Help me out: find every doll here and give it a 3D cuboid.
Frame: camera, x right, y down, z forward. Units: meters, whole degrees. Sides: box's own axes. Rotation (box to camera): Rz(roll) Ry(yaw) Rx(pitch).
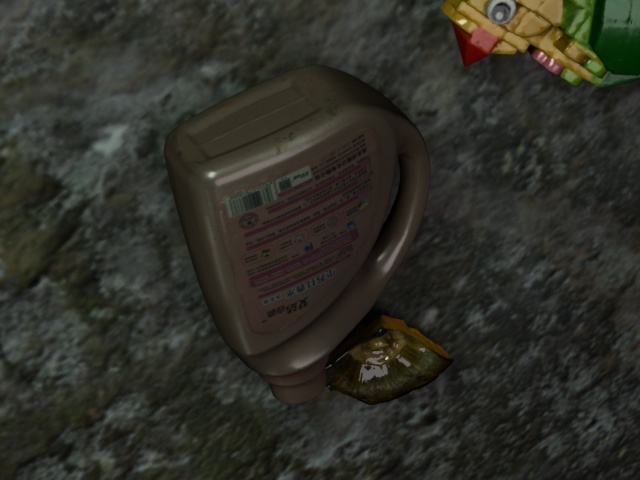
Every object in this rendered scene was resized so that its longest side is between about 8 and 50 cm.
[{"bbox_3d":[0.170,-0.165,1.025,0.186,0.106,0.134,0,118,-13],"label":"doll"}]

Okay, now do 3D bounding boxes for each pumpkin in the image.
[{"bbox_3d":[0.042,0.087,1.184,0.073,0.035,0.101,-41,139,17],"label":"pumpkin"}]

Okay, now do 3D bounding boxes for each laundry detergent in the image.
[{"bbox_3d":[0.000,0.000,1.061,0.171,0.076,0.237,-27,133,-13],"label":"laundry detergent"}]
